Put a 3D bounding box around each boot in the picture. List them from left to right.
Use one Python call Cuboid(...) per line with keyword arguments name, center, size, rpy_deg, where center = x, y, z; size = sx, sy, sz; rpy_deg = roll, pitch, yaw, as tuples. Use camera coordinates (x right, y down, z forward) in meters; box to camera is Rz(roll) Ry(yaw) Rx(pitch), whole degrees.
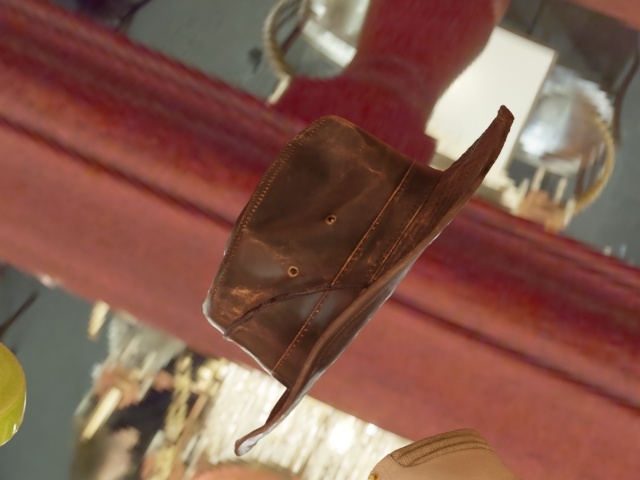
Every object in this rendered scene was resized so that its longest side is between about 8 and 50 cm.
Cuboid(name="boot", center=(0.065, 0.225, 1.341), size=(0.213, 0.165, 0.077), rpy_deg=(-33, 120, -12))

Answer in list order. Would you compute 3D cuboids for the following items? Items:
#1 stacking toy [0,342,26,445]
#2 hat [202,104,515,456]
Cuboid(name="stacking toy", center=(-0.346, 0.026, 1.312), size=(0.280, 0.309, 0.130), rpy_deg=(0, 125, -26))
Cuboid(name="hat", center=(0.000, 0.000, 1.424), size=(0.134, 0.331, 0.331), rpy_deg=(39, 121, 2))
